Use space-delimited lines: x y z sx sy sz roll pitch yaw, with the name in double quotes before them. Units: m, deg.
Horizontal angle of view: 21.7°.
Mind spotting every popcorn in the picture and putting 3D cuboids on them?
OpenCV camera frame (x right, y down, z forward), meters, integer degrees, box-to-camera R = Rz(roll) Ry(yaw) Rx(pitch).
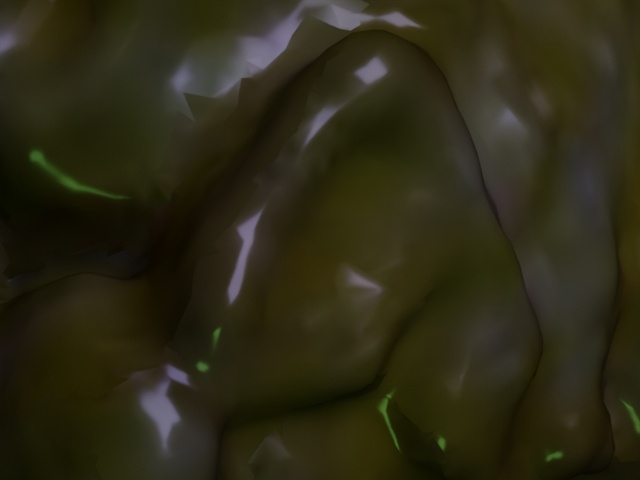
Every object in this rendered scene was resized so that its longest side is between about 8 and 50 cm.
"popcorn" -0.017 0.007 0.479 0.312 0.312 0.312 12 54 -18
